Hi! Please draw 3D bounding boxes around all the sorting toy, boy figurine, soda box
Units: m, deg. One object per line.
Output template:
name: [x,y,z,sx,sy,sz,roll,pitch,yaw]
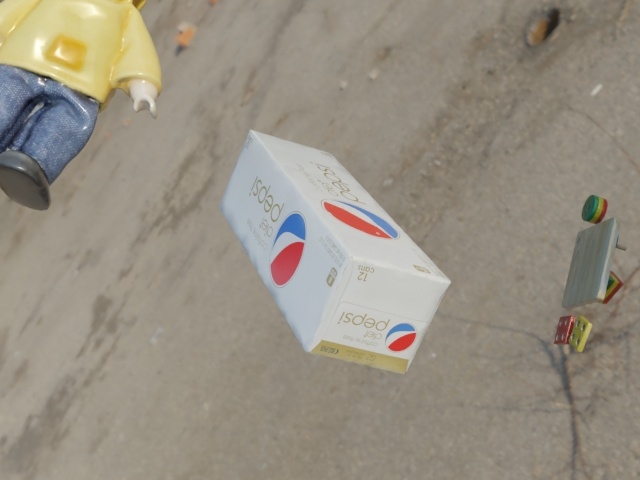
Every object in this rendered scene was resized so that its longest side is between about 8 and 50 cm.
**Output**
sorting toy: [0.440,0.052,1.564,0.132,0.046,0.274,135,153,-75]
boy figurine: [-0.215,-0.165,0.870,0.092,0.177,0.285,117,178,-67]
soda box: [0.000,0.000,0.662,0.069,0.074,0.216,-66,28,17]
